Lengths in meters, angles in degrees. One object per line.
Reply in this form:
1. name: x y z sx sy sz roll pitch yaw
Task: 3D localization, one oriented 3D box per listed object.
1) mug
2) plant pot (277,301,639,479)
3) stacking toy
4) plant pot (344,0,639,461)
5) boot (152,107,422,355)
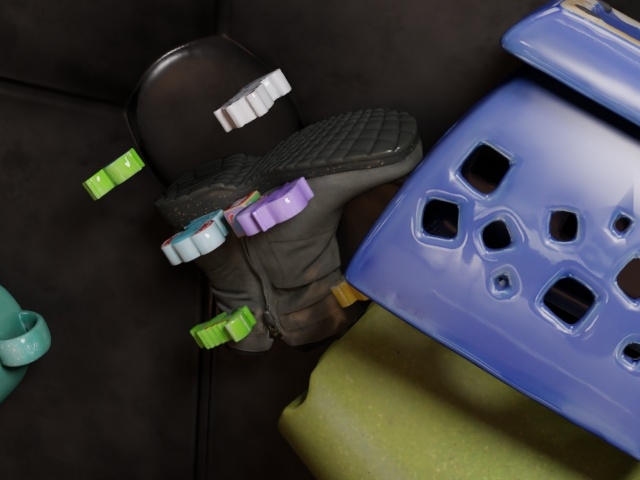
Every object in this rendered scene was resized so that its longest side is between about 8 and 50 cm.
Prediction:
1. mug: -0.305 0.094 1.261 0.157 0.097 0.129 22 120 10
2. plant pot: 0.116 0.157 1.049 0.254 0.276 0.276 43 123 10
3. stacking toy: -0.064 -0.010 1.052 0.221 0.052 0.167 -22 107 40
4. plant pot: 0.181 -0.026 0.929 0.236 0.236 0.212 30 107 6
5. boot: 0.000 0.000 1.114 0.246 0.083 0.161 -15 113 35
